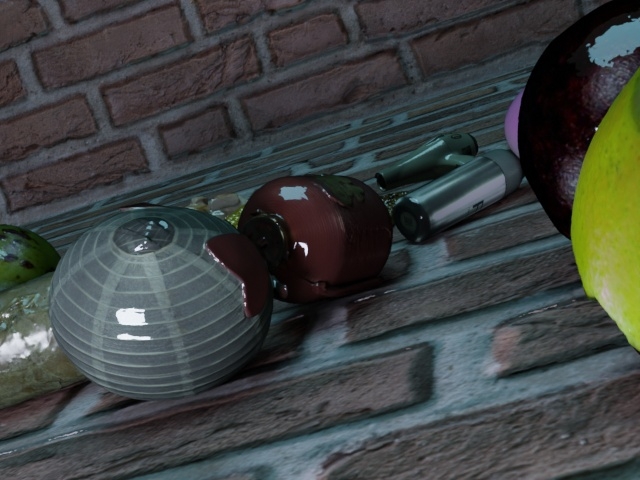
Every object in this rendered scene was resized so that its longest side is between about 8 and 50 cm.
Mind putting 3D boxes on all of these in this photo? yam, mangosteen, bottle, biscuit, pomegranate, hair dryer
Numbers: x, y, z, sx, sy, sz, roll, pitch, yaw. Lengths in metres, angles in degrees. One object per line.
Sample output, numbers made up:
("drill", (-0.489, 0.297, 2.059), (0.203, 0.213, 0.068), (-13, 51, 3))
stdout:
("yam", (-0.373, 0.126, 1.231), (0.304, 0.168, 0.168), (-19, 13, 1))
("mangosteen", (0.365, -0.125, 0.948), (0.297, 0.296, 0.313), (-26, 4, -31))
("bottle", (0.224, -0.074, 1.430), (0.254, 0.079, 0.096), (-28, -9, -31))
("biscuit", (0.083, -0.043, 1.600), (0.131, 0.025, 0.231), (-15, 13, 19))
("pomegranate", (-0.465, 0.104, 1.402), (0.306, 0.242, 0.242), (18, 25, 16))
("hair dryer", (0.216, -0.129, 1.680), (0.219, 0.088, 0.225), (-16, 24, -4))

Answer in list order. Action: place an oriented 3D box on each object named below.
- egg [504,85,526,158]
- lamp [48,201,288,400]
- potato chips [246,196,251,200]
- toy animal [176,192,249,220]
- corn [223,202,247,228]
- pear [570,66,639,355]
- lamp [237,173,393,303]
("egg", (0.399, -0.178, 1.363), (0.196, 0.196, 0.271), (-30, 10, -41))
("lamp", (-0.180, 0.067, 1.039), (0.265, 0.233, 0.233), (16, 24, 15))
("potato chips", (-0.046, -0.070, 1.820), (0.080, 0.057, 0.407), (-37, 19, -19))
("toy animal", (-0.212, -0.057, 1.895), (0.184, 0.104, 0.185), (-30, 11, -23))
("corn", (-0.092, -0.009, 1.514), (0.123, 0.122, 0.305), (12, 34, 34))
("pear", (0.372, -0.070, 0.638), (0.399, 0.165, 0.398), (-12, 48, 14))
("lamp", (0.000, 0.000, 1.196), (0.180, 0.180, 0.258), (-9, -2, 35))
